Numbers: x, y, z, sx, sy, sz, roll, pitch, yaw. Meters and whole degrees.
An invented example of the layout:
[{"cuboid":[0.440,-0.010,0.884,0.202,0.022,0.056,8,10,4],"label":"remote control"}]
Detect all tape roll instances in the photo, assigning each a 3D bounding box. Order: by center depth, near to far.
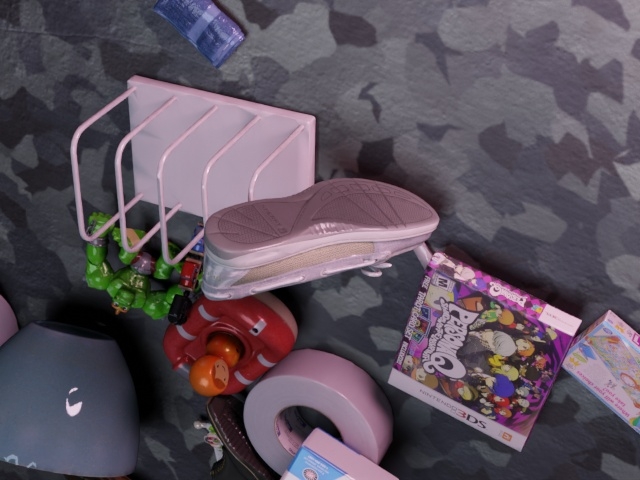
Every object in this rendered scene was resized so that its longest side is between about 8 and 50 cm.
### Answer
[{"cuboid":[-0.003,0.271,1.898,0.219,0.072,0.219,13,125,20],"label":"tape roll"}]

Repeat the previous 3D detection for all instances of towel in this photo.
[{"cuboid":[-0.157,-0.285,1.648,0.119,0.029,0.067,45,129,-4],"label":"towel"}]

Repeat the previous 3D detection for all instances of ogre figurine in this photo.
[{"cuboid":[-0.267,0.048,1.887,0.197,0.097,0.118,18,121,-24],"label":"ogre figurine"}]

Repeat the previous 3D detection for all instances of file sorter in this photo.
[{"cuboid":[-0.168,-0.074,1.699,0.278,0.173,0.193,15,126,19],"label":"file sorter"}]

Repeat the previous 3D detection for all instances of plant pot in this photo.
[{"cuboid":[-0.410,0.234,1.992,0.290,0.290,0.195,14,91,20],"label":"plant pot"}]

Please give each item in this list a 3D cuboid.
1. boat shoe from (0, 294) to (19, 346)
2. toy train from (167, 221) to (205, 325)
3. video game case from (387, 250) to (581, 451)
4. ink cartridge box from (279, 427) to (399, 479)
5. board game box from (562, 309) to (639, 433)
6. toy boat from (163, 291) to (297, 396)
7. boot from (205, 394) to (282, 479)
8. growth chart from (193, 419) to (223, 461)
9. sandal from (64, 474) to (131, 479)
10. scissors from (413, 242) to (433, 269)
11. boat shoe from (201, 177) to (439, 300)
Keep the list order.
[{"cuboid":[-0.559,0.206,2.141,0.102,0.108,0.301,5,129,24],"label":"boat shoe"},{"cuboid":[-0.187,0.046,1.826,0.027,0.036,0.158,17,89,20],"label":"toy train"},{"cuboid":[0.213,0.150,1.696,0.210,0.042,0.232,27,131,13],"label":"video game case"},{"cuboid":[-0.003,0.399,1.835,0.148,0.086,0.203,32,108,6],"label":"ink cartridge box"},{"cuboid":[0.396,0.173,1.648,0.154,0.026,0.103,41,130,-1],"label":"board game box"},{"cuboid":[-0.142,0.163,1.842,0.151,0.151,0.231,39,131,-12],"label":"toy boat"},{"cuboid":[-0.147,0.333,1.991,0.137,0.077,0.198,-21,109,41],"label":"boot"},{"cuboid":[-0.101,0.390,2.063,0.172,0.021,0.237,1,121,27],"label":"growth chart"},{"cuboid":[-0.362,0.436,2.214,0.219,0.060,0.090,33,125,25],"label":"sandal"},{"cuboid":[0.165,0.075,1.713,0.297,0.021,0.109,44,132,-6],"label":"scissors"},{"cuboid":[0.000,0.002,1.590,0.118,0.320,0.103,50,141,39],"label":"boat shoe"}]
